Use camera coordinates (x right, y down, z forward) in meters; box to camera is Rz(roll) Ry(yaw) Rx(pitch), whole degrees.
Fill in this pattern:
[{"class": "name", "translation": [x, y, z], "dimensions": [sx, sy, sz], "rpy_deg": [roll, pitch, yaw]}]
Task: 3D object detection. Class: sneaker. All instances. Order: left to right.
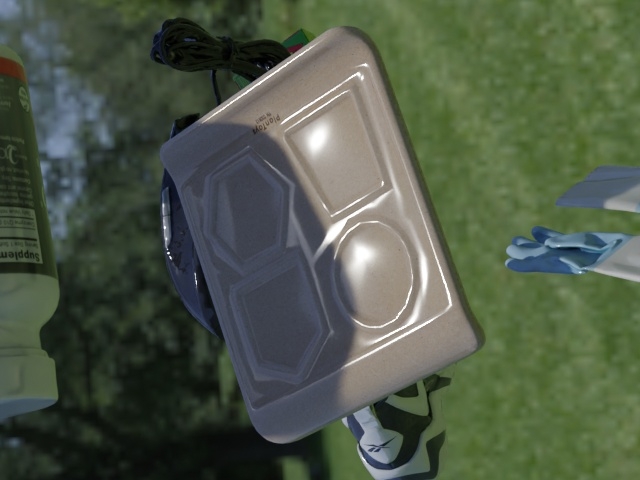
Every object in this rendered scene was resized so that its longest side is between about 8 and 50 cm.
[{"class": "sneaker", "translation": [0.052, 0.087, 1.665], "dimensions": [0.153, 0.094, 0.235], "rpy_deg": [57, -147, -44]}]

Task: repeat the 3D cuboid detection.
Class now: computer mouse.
[{"class": "computer mouse", "translation": [-0.070, -0.044, 1.533], "dimensions": [0.184, 0.060, 0.262], "rpy_deg": [-2, -98, -54]}]

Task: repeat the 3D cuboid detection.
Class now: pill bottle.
[{"class": "pill bottle", "translation": [-0.375, -0.004, 1.889], "dimensions": [0.210, 0.210, 0.363], "rpy_deg": [94, 166, -80]}]

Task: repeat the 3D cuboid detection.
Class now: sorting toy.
[{"class": "sorting toy", "translation": [0.000, 0.000, 1.155], "dimensions": [0.193, 0.038, 0.208], "rpy_deg": [-31, 77, 41]}]

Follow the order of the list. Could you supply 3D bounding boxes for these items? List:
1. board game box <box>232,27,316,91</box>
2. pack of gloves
[{"class": "board game box", "translation": [-0.004, -0.118, 1.957], "dimensions": [0.181, 0.092, 0.043], "rpy_deg": [59, -166, 14]}, {"class": "pack of gloves", "translation": [0.301, -0.003, 1.786], "dimensions": [0.232, 0.195, 0.046], "rpy_deg": [7, 126, 49]}]
